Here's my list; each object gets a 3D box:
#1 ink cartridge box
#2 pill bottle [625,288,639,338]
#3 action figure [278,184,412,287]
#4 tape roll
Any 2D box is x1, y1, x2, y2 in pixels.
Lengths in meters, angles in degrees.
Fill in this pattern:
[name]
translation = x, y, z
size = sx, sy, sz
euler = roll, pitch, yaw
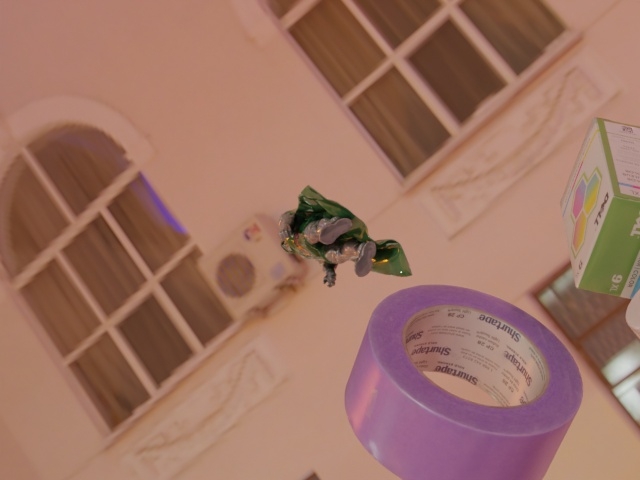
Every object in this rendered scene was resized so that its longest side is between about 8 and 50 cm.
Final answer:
[ink cartridge box]
translation = 0.282, -0.018, 1.085
size = 0.209, 0.062, 0.109
euler = -82, 4, -55
[pill bottle]
translation = 0.319, 0.105, 0.848
size = 0.108, 0.193, 0.108
euler = -41, 11, 10
[action figure]
translation = 0.000, 0.000, 1.210
size = 0.063, 0.137, 0.232
euler = -47, 11, -11
[tape roll]
translation = 0.120, 0.126, 0.970
size = 0.189, 0.189, 0.080
euler = -22, -41, -45
